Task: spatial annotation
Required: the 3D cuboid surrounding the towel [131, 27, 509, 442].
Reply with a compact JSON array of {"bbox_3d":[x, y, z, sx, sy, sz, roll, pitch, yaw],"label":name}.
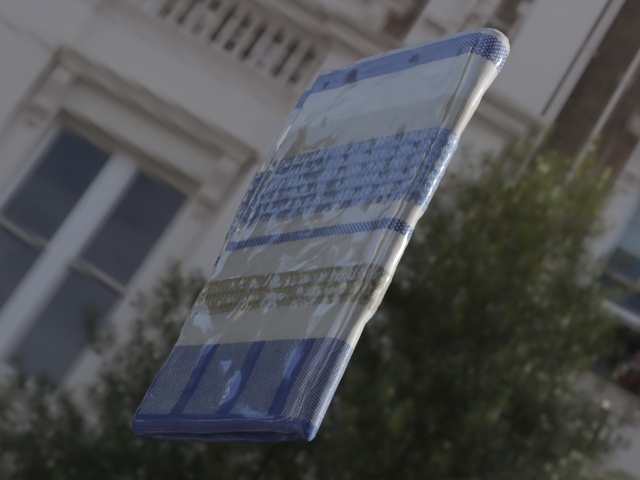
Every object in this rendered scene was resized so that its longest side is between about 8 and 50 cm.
[{"bbox_3d":[0.000,0.000,1.159,0.034,0.285,0.209,37,-24,-24],"label":"towel"}]
